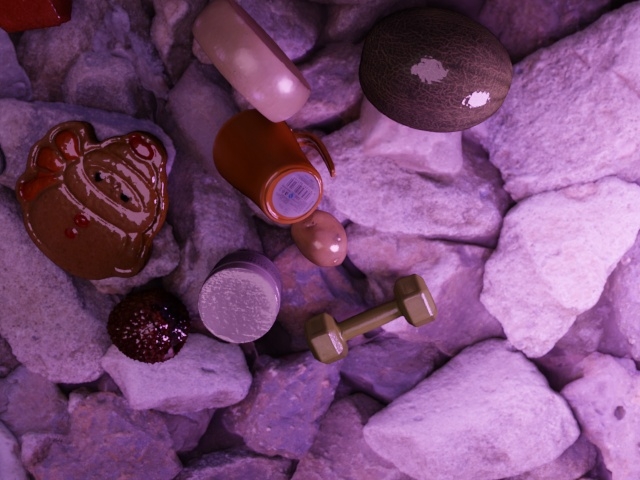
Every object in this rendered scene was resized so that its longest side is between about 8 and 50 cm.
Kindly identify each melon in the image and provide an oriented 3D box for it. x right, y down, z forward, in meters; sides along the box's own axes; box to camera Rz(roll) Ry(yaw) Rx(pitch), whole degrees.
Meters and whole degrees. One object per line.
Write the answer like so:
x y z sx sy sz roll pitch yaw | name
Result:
0.228 -0.335 1.396 0.302 0.237 0.237 13 105 -2 | melon

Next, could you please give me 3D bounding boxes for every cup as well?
-0.083 -0.154 1.454 0.226 0.264 0.182 -17 126 -18 | cup

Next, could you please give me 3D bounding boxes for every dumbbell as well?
0.112 0.181 1.608 0.302 0.121 0.108 -24 130 10 | dumbbell

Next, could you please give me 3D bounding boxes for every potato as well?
-0.003 -0.001 1.569 0.147 0.112 0.112 45 103 -2 | potato

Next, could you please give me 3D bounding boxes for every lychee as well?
-0.394 0.194 1.612 0.188 0.188 0.188 1 105 3 | lychee

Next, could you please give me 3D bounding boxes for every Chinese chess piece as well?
-0.133 -0.355 1.396 0.102 0.273 0.273 -41 99 12 | Chinese chess piece

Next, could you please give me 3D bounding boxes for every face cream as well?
-0.177 0.122 1.588 0.178 0.153 0.177 0 105 1 | face cream

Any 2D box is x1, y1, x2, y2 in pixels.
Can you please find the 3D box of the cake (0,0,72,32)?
-0.595 -0.562 1.402 0.151 0.177 0.282 -5 131 8 | cake

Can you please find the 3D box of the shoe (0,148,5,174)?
-0.774 -0.230 1.567 0.079 0.078 0.195 -15 100 7 | shoe

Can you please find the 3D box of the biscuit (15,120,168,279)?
-0.501 -0.097 1.596 0.359 0.074 0.381 41 107 -9 | biscuit
